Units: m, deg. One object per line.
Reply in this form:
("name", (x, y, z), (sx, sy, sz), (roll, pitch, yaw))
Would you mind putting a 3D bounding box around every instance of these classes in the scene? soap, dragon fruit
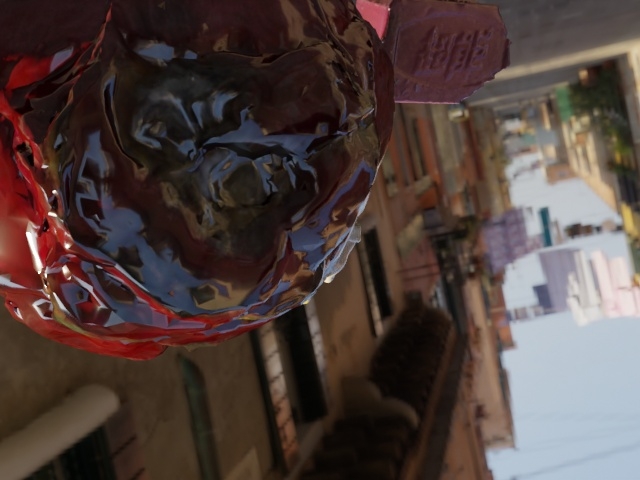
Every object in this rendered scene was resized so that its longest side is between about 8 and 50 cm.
("soap", (0.166, -0.293, 1.502), (0.250, 0.162, 0.099), (-5, -159, -32))
("dragon fruit", (-0.105, -0.076, 0.646), (0.329, 0.329, 0.329), (-12, -176, 1))

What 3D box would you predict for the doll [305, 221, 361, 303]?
("doll", (0.000, 0.000, 0.955), (0.073, 0.127, 0.084), (21, 158, 22))
